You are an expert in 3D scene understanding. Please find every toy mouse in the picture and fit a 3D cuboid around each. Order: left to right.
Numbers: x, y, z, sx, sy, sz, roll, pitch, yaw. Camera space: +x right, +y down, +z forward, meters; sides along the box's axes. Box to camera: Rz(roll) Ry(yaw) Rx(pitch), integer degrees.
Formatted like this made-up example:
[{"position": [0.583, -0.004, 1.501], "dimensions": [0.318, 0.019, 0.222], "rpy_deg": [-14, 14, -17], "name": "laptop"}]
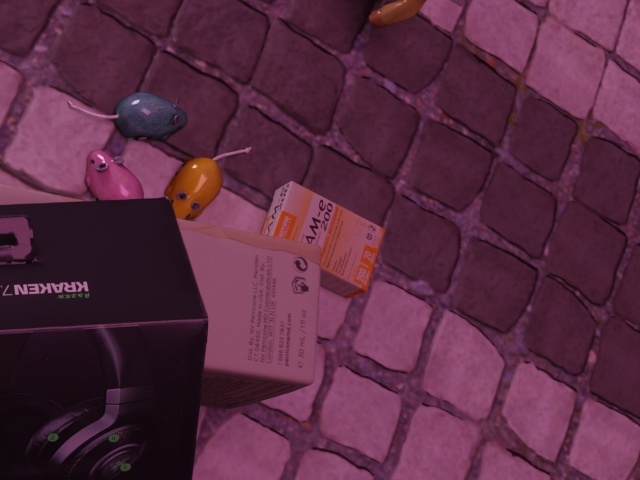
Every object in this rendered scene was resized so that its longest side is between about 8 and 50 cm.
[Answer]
[{"position": [-0.146, -0.071, 1.176], "dimensions": [0.143, 0.031, 0.161], "rpy_deg": [43, 62, -13], "name": "toy mouse"}]

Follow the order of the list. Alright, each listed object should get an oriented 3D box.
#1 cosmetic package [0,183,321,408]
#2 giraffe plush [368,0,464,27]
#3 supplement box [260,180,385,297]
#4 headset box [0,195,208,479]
[{"position": [-0.171, 0.045, 1.063], "dimensions": [0.310, 0.160, 0.113], "rpy_deg": [12, 71, -26], "name": "cosmetic package"}, {"position": [0.091, -0.306, 1.298], "dimensions": [0.210, 0.181, 0.170], "rpy_deg": [50, 39, 3], "name": "giraffe plush"}, {"position": [0.000, 0.000, 1.234], "dimensions": [0.098, 0.036, 0.062], "rpy_deg": [26, 66, -20], "name": "supplement box"}, {"position": [-0.209, 0.111, 0.898], "dimensions": [0.246, 0.283, 0.131], "rpy_deg": [-4, 37, -16], "name": "headset box"}]
